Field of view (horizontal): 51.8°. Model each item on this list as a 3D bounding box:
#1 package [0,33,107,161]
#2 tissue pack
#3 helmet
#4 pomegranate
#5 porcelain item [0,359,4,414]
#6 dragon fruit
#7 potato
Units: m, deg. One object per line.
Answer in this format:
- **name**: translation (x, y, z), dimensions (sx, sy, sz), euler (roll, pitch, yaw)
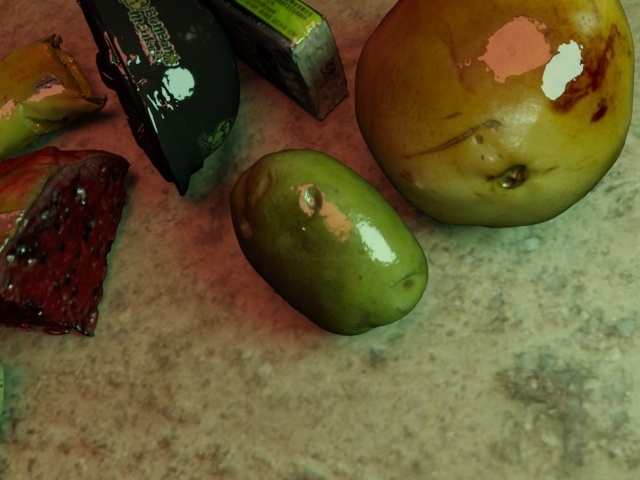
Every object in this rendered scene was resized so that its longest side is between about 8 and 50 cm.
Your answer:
- **package**: translation (-0.427, -0.192, 0.924), dimensions (0.226, 0.090, 0.168), euler (-35, 67, -8)
- **tissue pack**: translation (-0.078, -0.277, 0.863), dimensions (0.235, 0.173, 0.073), euler (40, 84, 21)
- **helmet**: translation (-0.182, -0.207, 0.828), dimensions (0.160, 0.230, 0.279), euler (-30, 78, -15)
- **pomegranate**: translation (0.189, -0.169, 0.727), dimensions (0.319, 0.319, 0.319), euler (-3, 67, 7)
- **porcelain item**: translation (-0.487, 0.165, 0.738), dimensions (0.253, 0.253, 0.253), euler (-3, 67, 7)
- **dragon fruit**: translation (-0.406, 0.038, 0.788), dimensions (0.330, 0.302, 0.240), euler (-17, 98, 15)
- **potato**: translation (0.000, 0.001, 0.725), dimensions (0.148, 0.197, 0.228), euler (-38, 95, -16)
